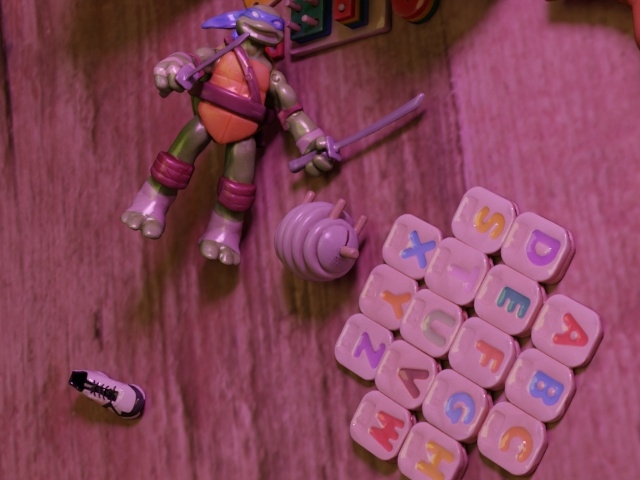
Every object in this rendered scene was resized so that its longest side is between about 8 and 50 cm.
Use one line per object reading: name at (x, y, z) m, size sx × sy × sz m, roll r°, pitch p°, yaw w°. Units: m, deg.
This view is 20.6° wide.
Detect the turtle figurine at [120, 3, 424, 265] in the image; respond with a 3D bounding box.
turtle figurine at (-0.090, -0.106, 1.834) m, size 0.274 × 0.198 × 0.266 m, roll 35°, pitch 107°, yaw 40°

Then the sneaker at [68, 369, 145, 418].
sneaker at (-0.241, 0.172, 1.983) m, size 0.109 × 0.043 × 0.040 m, roll 14°, pitch 84°, yaw 40°

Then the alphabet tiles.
alphabet tiles at (0.133, 0.095, 1.702) m, size 0.278 × 0.021 × 0.284 m, roll 31°, pitch 97°, yaw 41°

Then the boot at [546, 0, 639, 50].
boot at (0.273, -0.243, 1.655) m, size 0.152 × 0.073 × 0.197 m, roll -10°, pitch 59°, yaw 37°

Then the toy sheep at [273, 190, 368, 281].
toy sheep at (0.000, 0.000, 1.802) m, size 0.132 × 0.091 × 0.091 m, roll 14°, pitch 86°, yaw 61°

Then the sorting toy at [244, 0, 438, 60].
sorting toy at (0.004, -0.277, 1.908) m, size 0.274 × 0.046 × 0.132 m, roll -11°, pitch 70°, yaw 38°
